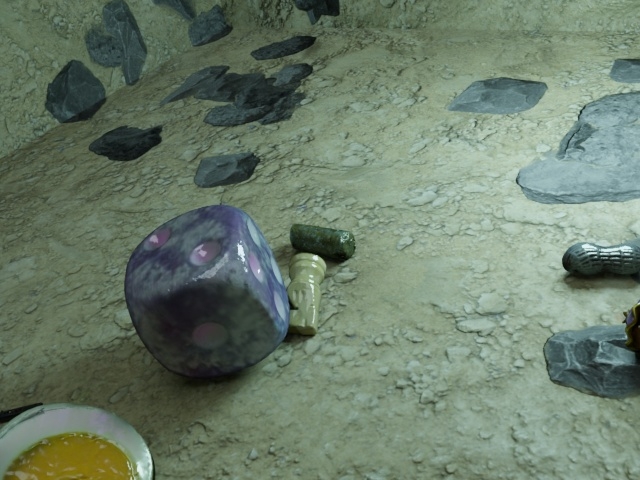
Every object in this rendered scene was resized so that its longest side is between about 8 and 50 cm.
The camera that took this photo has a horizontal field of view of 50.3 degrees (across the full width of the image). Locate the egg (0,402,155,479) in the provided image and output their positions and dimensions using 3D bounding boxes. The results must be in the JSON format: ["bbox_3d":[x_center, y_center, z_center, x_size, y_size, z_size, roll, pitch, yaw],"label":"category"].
[{"bbox_3d":[-0.431,0.434,1.174,0.286,0.174,0.264,17,39,1],"label":"egg"}]

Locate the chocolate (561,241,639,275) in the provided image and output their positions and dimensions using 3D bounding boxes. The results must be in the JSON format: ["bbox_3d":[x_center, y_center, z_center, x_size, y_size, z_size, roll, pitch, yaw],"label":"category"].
[{"bbox_3d":[0.608,0.040,1.465,0.167,0.072,0.072,0,36,18],"label":"chocolate"}]

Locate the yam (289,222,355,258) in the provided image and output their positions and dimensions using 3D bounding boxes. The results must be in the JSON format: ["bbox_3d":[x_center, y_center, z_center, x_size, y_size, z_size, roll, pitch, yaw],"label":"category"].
[{"bbox_3d":[0.000,0.000,1.724,0.179,0.078,0.078,11,41,31],"label":"yam"}]

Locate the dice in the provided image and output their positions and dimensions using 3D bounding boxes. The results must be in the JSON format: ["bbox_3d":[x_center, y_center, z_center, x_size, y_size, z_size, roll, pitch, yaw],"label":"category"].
[{"bbox_3d":[-0.234,0.107,1.442,0.270,0.270,0.271,-21,36,8],"label":"dice"}]

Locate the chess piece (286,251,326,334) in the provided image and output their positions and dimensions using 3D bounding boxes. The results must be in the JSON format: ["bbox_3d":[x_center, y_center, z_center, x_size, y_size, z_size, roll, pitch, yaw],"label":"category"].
[{"bbox_3d":[-0.039,0.129,1.559,0.090,0.090,0.200,-5,46,12],"label":"chess piece"}]

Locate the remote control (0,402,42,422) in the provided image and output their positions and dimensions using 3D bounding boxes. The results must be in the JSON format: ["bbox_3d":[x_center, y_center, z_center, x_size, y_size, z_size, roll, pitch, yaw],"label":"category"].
[{"bbox_3d":[-0.646,0.367,1.465,0.091,0.016,0.034,-14,29,-2],"label":"remote control"}]

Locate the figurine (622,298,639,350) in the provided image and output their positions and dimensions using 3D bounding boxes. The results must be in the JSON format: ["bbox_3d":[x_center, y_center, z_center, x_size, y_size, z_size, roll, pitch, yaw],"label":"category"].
[{"bbox_3d":[0.662,0.173,1.197,0.189,0.142,0.263,-46,40,-6],"label":"figurine"}]
